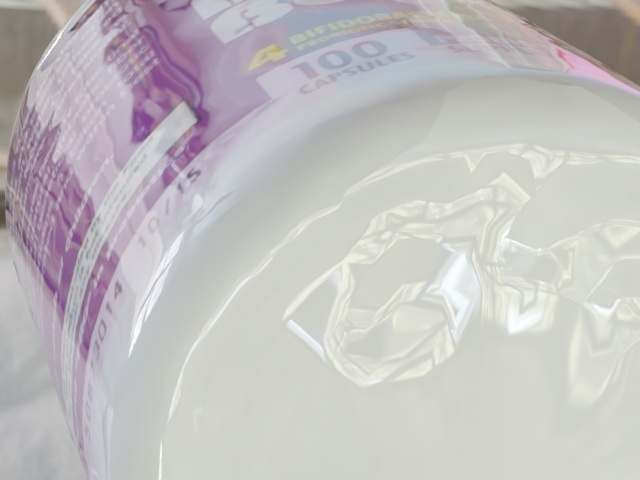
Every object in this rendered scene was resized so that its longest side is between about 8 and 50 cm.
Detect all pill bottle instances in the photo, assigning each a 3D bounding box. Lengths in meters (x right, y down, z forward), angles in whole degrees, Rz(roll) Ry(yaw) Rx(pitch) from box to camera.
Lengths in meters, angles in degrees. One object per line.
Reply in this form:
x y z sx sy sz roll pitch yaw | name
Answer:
0.000 0.000 0.537 0.169 0.169 0.301 0 -162 -16 | pill bottle
